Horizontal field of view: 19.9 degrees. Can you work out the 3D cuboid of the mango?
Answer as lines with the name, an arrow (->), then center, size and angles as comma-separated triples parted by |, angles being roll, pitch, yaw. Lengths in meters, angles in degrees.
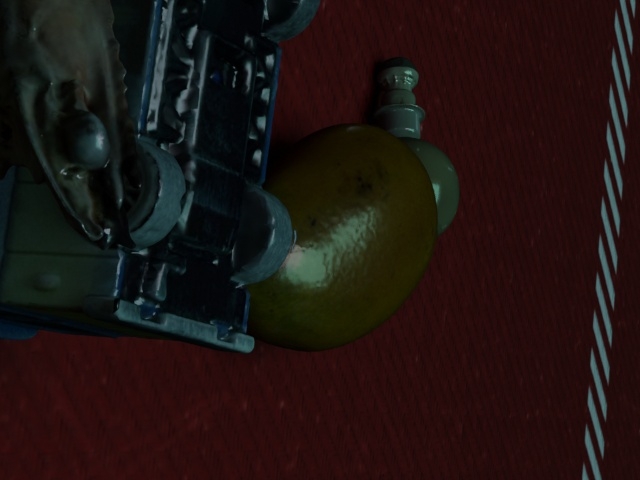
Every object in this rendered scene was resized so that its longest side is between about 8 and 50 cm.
mango -> 0.002, 0.004, 1.324 | 0.221, 0.120, 0.151 | -43, 126, -43

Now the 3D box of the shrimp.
shrimp -> -0.166, -0.091, 0.872 | 0.062, 0.164, 0.317 | 29, 25, -44

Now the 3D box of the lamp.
lamp -> 0.065, -0.077, 1.477 | 0.091, 0.091, 0.163 | 40, 44, -56

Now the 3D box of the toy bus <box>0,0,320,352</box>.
toy bus -> -0.118, -0.100, 1.014 | 0.152, 0.190, 0.312 | 21, 74, -60
